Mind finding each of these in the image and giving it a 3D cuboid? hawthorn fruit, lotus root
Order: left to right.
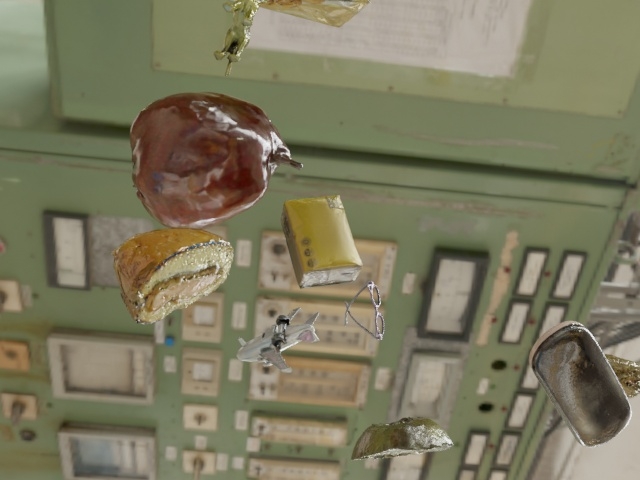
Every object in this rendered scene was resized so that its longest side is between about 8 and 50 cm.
[{"bbox_3d":[-0.246,-0.179,1.676,0.308,0.325,0.308,56,-2,4],"label":"hawthorn fruit"},{"bbox_3d":[0.159,0.398,1.616,0.203,0.183,0.078,-25,-116,40],"label":"lotus root"}]

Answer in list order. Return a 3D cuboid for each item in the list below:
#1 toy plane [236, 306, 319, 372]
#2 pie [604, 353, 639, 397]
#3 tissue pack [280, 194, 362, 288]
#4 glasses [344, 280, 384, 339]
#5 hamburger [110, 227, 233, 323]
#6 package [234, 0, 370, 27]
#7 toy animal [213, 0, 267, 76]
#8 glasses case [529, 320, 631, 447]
[{"bbox_3d":[-0.080,0.181,1.436,0.162,0.171,0.065,-81,149,-54],"label":"toy plane"},{"bbox_3d":[0.618,0.281,1.720,0.163,0.193,0.079,20,-91,48],"label":"pie"},{"bbox_3d":[0.000,0.000,1.524,0.082,0.120,0.169,106,-28,-55],"label":"tissue pack"},{"bbox_3d":[0.091,0.171,1.892,0.062,0.104,0.140,6,76,-66],"label":"glasses"},{"bbox_3d":[-0.186,0.022,0.936,0.176,0.102,0.087,-31,150,-52],"label":"hamburger"},{"bbox_3d":[-0.049,-0.660,1.969,0.221,0.311,0.165,170,-73,-68],"label":"package"},{"bbox_3d":[-0.169,-0.460,1.735,0.136,0.073,0.181,-63,176,-49],"label":"toy animal"},{"bbox_3d":[0.468,0.263,1.426,0.314,0.122,0.075,52,3,-33],"label":"glasses case"}]
